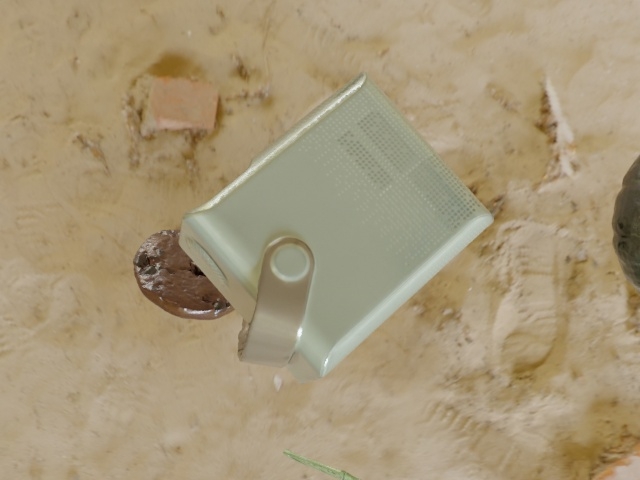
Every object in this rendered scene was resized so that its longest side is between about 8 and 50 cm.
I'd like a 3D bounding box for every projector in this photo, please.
[{"bbox_3d":[0.000,0.000,0.817,0.242,0.163,0.177,-42,87,-14],"label":"projector"}]

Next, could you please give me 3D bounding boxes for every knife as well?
[{"bbox_3d":[0.034,0.280,1.094,0.207,0.030,0.014,11,63,40],"label":"knife"}]

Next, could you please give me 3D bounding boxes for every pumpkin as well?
[{"bbox_3d":[0.424,-0.017,1.064,0.211,0.152,0.212,-5,98,-43],"label":"pumpkin"}]

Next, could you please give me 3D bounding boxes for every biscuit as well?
[{"bbox_3d":[-0.202,0.049,1.467,0.192,0.049,0.192,14,34,-9],"label":"biscuit"}]
